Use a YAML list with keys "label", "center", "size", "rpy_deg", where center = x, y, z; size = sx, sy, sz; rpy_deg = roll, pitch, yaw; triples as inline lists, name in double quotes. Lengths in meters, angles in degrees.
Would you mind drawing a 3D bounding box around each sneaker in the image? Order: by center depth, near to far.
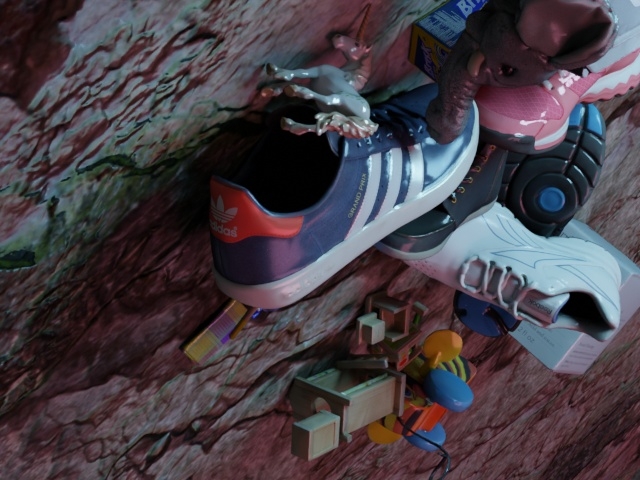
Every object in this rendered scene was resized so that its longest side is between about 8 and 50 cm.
- label: "sneaker"
  center: [0.029, -0.085, 1.355]
  size: [0.350, 0.131, 0.148]
  rpy_deg: [-41, 135, -35]
- label: "sneaker"
  center: [0.261, -0.206, 1.586]
  size: [0.314, 0.116, 0.136]
  rpy_deg: [-35, 143, -40]
- label: "sneaker"
  center: [0.136, -0.067, 1.611]
  size: [0.222, 0.083, 0.118]
  rpy_deg: [-35, 149, -45]
- label: "sneaker"
  center: [0.233, 0.036, 1.705]
  size: [0.129, 0.297, 0.111]
  rpy_deg: [-93, -160, -58]
- label: "sneaker"
  center: [0.260, -0.045, 1.825]
  size: [0.139, 0.125, 0.341]
  rpy_deg: [-60, 175, -60]

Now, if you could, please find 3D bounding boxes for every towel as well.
- label: "towel"
  center: [-0.112, 0.098, 1.525]
  size: [0.083, 0.009, 0.060]
  rpy_deg: [-45, 155, -6]

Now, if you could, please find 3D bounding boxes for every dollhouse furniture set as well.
- label: "dollhouse furniture set"
  center: [0.011, 0.153, 1.751]
  size: [0.182, 0.101, 0.161]
  rpy_deg: [-18, 118, -46]

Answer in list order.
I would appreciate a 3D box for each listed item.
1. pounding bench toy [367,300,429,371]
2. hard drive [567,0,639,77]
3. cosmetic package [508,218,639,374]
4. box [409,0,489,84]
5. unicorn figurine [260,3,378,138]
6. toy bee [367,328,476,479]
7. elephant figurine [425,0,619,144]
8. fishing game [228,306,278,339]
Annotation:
- label: "pounding bench toy"
  center: [0.108, 0.124, 1.863]
  size: [0.083, 0.052, 0.065]
  rpy_deg: [-39, 154, -18]
- label: "hard drive"
  center: [0.337, -0.353, 1.431]
  size: [0.237, 0.064, 0.339]
  rpy_deg: [-30, 139, -36]
- label: "cosmetic package"
  center: [0.364, 0.080, 2.092]
  size: [0.183, 0.151, 0.151]
  rpy_deg: [-54, 154, 12]
- label: "box"
  center: [0.169, -0.224, 1.442]
  size: [0.169, 0.054, 0.059]
  rpy_deg: [-35, 152, -24]
- label: "unicorn figurine"
  center: [0.008, -0.137, 1.271]
  size: [0.111, 0.162, 0.060]
  rpy_deg: [-1, 141, -22]
- label: "toy bee"
  center: [0.122, 0.200, 1.925]
  size: [0.195, 0.162, 0.298]
  rpy_deg: [-58, 179, 3]
- label: "elephant figurine"
  center: [0.193, -0.215, 1.299]
  size: [0.169, 0.186, 0.239]
  rpy_deg: [-40, 129, -38]
- label: "fishing game"
  center: [0.000, 0.000, 1.490]
  size: [0.264, 0.041, 0.189]
  rpy_deg: [-41, 174, -33]
